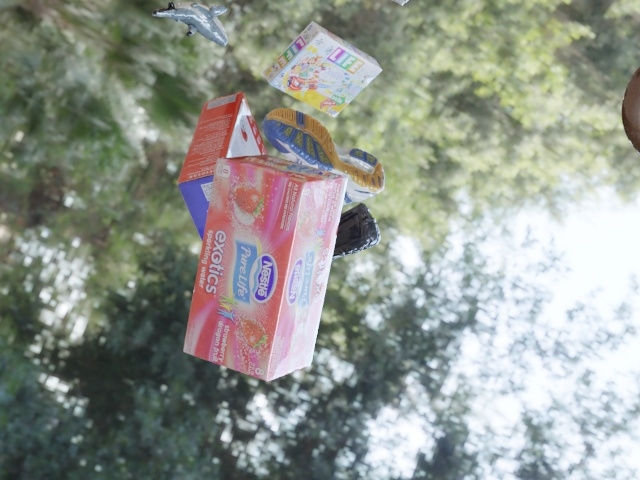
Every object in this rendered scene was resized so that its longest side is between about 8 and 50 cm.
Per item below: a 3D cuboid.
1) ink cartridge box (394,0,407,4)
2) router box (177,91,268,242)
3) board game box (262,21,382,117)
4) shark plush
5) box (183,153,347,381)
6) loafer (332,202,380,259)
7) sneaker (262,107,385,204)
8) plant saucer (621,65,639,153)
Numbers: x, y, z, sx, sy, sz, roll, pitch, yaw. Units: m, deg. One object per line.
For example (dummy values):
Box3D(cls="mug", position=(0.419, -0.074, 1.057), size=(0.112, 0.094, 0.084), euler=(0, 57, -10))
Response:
Box3D(cls="ink cartridge box", position=(0.087, -0.508, 2.069), size=(0.093, 0.212, 0.154), euler=(-51, 169, -53))
Box3D(cls="router box", position=(-0.136, -0.047, 2.253), size=(0.082, 0.335, 0.301), euler=(-13, -149, 13))
Box3D(cls="board game box", position=(0.004, -0.239, 1.786), size=(0.103, 0.154, 0.026), euler=(-44, -125, 19))
Box3D(cls="shark plush", position=(-0.236, -0.410, 2.348), size=(0.073, 0.161, 0.067), euler=(-7, -100, 35))
Box3D(cls="box", position=(-0.080, 0.036, 1.849), size=(0.154, 0.142, 0.299), euler=(17, -77, 24))
Box3D(cls="loafer", position=(0.000, 0.000, 2.101), size=(0.223, 0.076, 0.078), euler=(-22, -100, 34))
Box3D(cls="sneaker", position=(-0.015, -0.146, 2.457), size=(0.131, 0.296, 0.111), euler=(-29, -138, 39))
Box3D(cls="plant saucer", position=(0.429, -0.148, 1.433), size=(0.168, 0.168, 0.029), euler=(-47, -162, 26))
